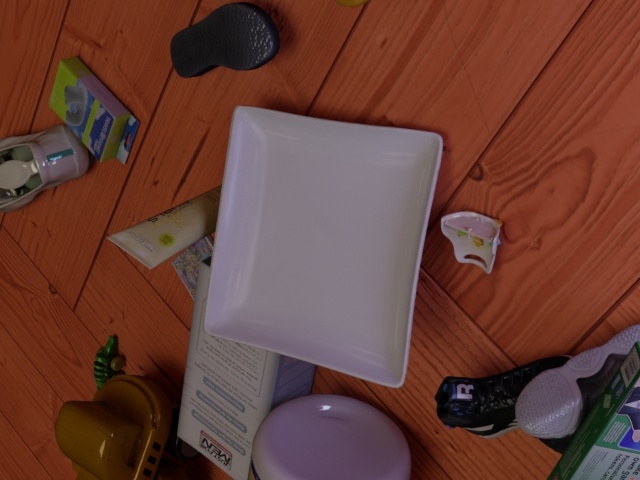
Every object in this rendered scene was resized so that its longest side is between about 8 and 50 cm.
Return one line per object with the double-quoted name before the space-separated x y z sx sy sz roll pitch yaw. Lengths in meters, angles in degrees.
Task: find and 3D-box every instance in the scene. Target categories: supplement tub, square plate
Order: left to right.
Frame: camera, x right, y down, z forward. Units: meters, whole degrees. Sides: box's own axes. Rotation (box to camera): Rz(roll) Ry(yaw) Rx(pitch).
"supplement tub" -0.003 0.430 1.676 0.241 0.241 0.331 31 128 29
"square plate" 0.000 0.000 1.527 0.347 0.049 0.344 12 96 32

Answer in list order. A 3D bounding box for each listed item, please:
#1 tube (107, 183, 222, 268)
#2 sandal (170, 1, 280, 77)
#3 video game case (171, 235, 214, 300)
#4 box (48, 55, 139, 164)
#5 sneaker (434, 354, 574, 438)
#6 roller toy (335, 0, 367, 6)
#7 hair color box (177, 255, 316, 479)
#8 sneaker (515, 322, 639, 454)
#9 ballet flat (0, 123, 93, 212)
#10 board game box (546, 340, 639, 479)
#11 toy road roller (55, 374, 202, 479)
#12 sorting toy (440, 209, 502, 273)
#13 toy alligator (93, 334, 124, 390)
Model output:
"tube" -0.201 -0.026 1.642 0.070 0.240 0.062 -12 103 46
"sandal" -0.137 -0.296 1.598 0.254 0.054 0.097 5 106 52
"video game case" -0.201 0.048 1.843 0.122 0.011 0.087 -36 84 46
"box" -0.393 -0.220 1.873 0.178 0.042 0.109 46 134 18
"sneaker" 0.232 0.204 1.421 0.217 0.121 0.079 -41 41 46
"roller toy" 0.041 -0.408 1.300 0.191 0.146 0.209 51 136 13
"hair color box" -0.116 0.209 1.768 0.185 0.113 0.375 32 128 28
"sneaker" 0.383 0.194 1.309 0.268 0.101 0.153 -28 121 23
"ballet flat" -0.580 -0.126 2.029 0.400 0.139 0.139 -13 100 46
"board game box" 0.400 0.261 1.269 0.213 0.046 0.317 13 128 -10
"toy road roller" -0.371 0.402 1.956 0.202 0.240 0.330 22 94 35
"sorting toy" 0.203 0.006 1.426 0.083 0.045 0.075 24 131 33
"toy alligator" -0.420 0.273 2.127 0.056 0.051 0.190 27 126 32
